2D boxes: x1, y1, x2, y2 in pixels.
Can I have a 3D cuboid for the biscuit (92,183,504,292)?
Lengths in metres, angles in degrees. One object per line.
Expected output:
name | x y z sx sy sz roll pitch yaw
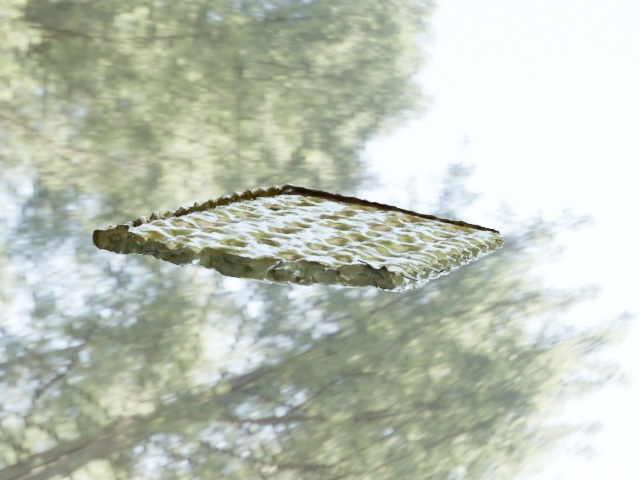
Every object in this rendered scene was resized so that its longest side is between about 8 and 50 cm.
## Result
biscuit | 0.000 -0.001 0.939 0.144 0.203 0.016 13 -78 20
